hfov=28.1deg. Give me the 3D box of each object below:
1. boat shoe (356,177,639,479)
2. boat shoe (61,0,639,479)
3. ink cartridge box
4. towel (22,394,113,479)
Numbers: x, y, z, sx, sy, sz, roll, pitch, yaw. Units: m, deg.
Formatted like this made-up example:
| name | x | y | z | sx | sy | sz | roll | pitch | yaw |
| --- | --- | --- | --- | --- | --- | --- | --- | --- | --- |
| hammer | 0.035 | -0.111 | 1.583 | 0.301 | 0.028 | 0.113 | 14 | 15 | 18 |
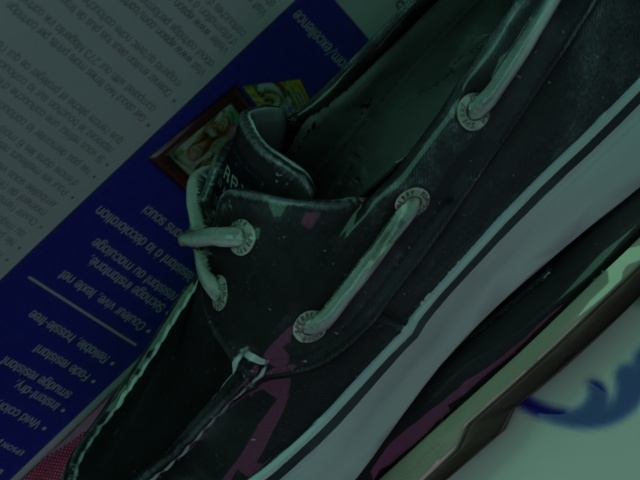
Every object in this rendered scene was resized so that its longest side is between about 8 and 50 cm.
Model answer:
| name | x | y | z | sx | sy | sz | roll | pitch | yaw |
| --- | --- | --- | --- | --- | --- | --- | --- | --- | --- |
| boat shoe | 0.067 | 0.020 | 0.464 | 0.206 | 0.075 | 0.065 | -46 | 72 | 13 |
| boat shoe | 0.000 | 0.000 | 0.430 | 0.301 | 0.102 | 0.108 | -43 | 33 | 10 |
| ink cartridge box | -0.101 | -0.028 | 0.456 | 0.371 | 0.175 | 0.069 | -45 | 47 | 4 |
| towel | -0.108 | 0.116 | 0.539 | 0.144 | 0.029 | 0.197 | -34 | 71 | 12 |
